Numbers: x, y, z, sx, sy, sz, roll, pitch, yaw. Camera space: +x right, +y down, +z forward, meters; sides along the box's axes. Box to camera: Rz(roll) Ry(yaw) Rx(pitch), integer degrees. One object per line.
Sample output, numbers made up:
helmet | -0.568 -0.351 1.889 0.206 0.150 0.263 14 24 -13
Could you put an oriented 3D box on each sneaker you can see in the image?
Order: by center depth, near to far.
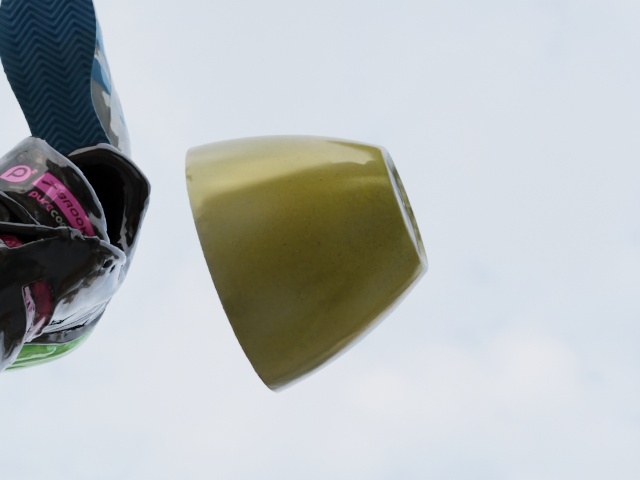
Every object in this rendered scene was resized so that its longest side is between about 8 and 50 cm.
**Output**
sneaker | -0.260 0.021 1.339 0.185 0.483 0.202 38 -69 1
sneaker | -0.216 -0.135 1.583 0.087 0.092 0.229 -9 -74 1

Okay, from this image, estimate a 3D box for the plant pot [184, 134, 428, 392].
plant pot | 0.000 0.000 0.956 0.095 0.134 0.134 -19 -51 8
